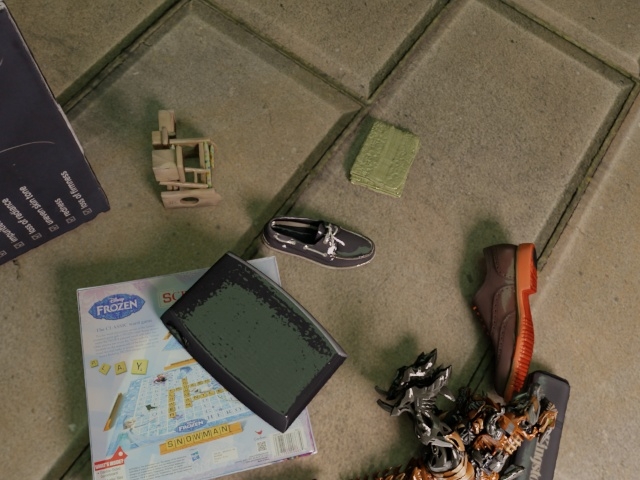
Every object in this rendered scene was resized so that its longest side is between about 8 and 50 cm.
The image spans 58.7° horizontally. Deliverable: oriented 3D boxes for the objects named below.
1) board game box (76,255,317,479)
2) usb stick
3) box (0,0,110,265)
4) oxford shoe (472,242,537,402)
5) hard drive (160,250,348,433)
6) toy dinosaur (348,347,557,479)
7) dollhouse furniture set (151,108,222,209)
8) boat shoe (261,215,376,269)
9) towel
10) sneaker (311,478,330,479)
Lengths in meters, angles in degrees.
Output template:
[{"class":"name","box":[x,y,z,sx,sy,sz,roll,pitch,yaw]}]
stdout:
[{"class":"board game box","box":[-0.194,0.204,0.884,0.318,0.066,0.318,-9,70,-12]},{"class":"usb stick","box":[0.341,0.345,0.908,0.077,0.045,0.278,25,68,-8]},{"class":"box","box":[-0.605,-0.135,0.742,0.471,0.480,0.297,-33,74,-19]},{"class":"oxford shoe","box":[0.314,0.137,0.981,0.098,0.097,0.272,1,72,29]},{"class":"hard drive","box":[-0.097,0.142,0.856,0.254,0.054,0.172,41,68,8]},{"class":"toy dinosaur","box":[0.192,0.297,0.860,0.321,0.164,0.219,-28,90,-21]},{"class":"dollhouse furniture set","box":[-0.229,-0.171,0.976,0.101,0.161,0.182,-5,70,-10]},{"class":"boat shoe","box":[0.000,0.000,0.991,0.205,0.065,0.075,11,67,-3]},{"class":"towel","box":[0.124,-0.157,1.090,0.110,0.027,0.148,22,69,2]},{"class":"sneaker","box":[-0.078,0.421,0.823,0.234,0.084,0.097,-18,48,-15]}]
